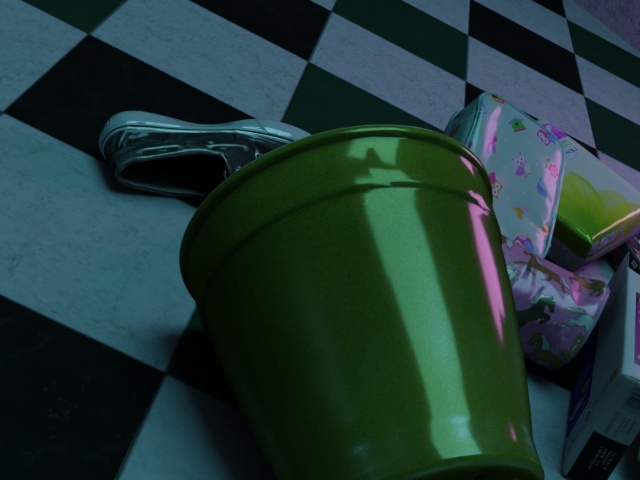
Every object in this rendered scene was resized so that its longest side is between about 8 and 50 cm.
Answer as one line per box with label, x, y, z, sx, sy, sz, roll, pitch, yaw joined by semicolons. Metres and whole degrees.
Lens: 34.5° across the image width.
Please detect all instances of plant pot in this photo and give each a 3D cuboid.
plant pot;0.061;0.132;1.073;0.366;0.366;0.353;10;46;-31

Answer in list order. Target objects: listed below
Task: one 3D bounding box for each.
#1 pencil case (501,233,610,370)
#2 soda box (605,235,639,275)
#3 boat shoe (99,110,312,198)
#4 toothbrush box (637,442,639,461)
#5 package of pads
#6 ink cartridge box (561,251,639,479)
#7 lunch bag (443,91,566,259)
pencil case;0.230;0.042;1.516;0.386;0.167;0.160;32;-9;3
soda box;0.579;0.022;1.953;0.060;0.053;0.169;16;32;-22
boat shoe;-0.145;-0.098;1.463;0.335;0.121;0.119;2;46;-23
toothbrush box;0.567;0.189;1.387;0.122;0.206;0.283;37;57;-32
package of pads;0.437;-0.089;1.905;0.229;0.101;0.296;-24;57;-37
ink cartridge box;0.413;0.170;1.448;0.069;0.175;0.371;24;29;4
lunch bag;0.294;-0.085;1.708;0.224;0.108;0.279;31;60;-20
